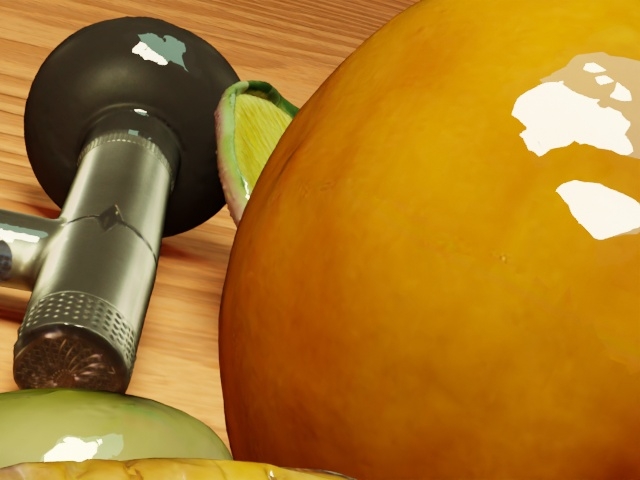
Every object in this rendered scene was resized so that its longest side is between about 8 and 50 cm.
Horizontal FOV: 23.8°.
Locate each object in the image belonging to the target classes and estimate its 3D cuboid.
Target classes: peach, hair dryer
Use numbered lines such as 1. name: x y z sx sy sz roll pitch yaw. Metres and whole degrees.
1. peach: 0.119 0.058 0.661 0.343 0.301 0.343 22 -6 2
2. hair dryer: -0.200 -0.050 0.898 0.284 0.155 0.320 29 25 -4

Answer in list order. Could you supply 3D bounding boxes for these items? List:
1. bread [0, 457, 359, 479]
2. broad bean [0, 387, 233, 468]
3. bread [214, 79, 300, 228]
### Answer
1. bread: -0.044 0.146 0.404 0.199 0.199 0.104 11 36 -25
2. broad bean: -0.154 0.101 0.504 0.263 0.121 0.189 10 -12 -25
3. bread: 0.000 0.000 0.962 0.228 0.033 0.228 51 20 -27
